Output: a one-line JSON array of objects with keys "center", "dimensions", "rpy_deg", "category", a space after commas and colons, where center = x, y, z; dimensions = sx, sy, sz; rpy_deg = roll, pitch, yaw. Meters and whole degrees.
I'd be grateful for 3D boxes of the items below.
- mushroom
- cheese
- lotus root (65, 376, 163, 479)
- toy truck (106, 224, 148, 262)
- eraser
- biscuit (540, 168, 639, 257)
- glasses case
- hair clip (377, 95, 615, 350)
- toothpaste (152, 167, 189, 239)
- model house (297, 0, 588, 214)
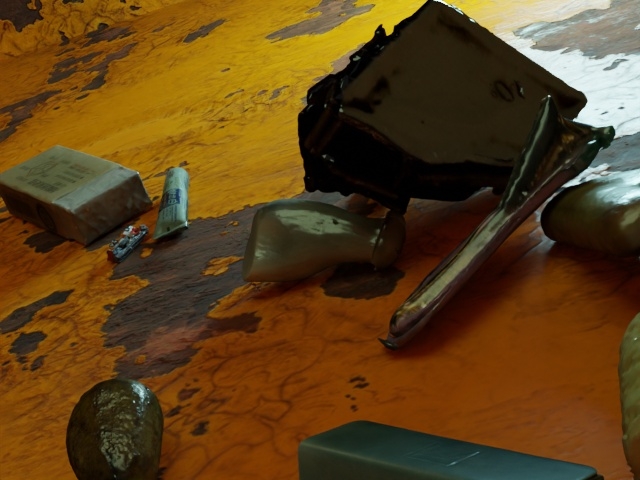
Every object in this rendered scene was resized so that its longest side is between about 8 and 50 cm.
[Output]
[{"center": [0.000, 0.000, 1.497], "dimensions": [0.225, 0.093, 0.116], "rpy_deg": [-4, 57, 14], "category": "mushroom"}, {"center": [0.305, 0.126, 0.966], "dimensions": [0.123, 0.094, 0.167], "rpy_deg": [-7, 27, 18], "category": "cheese"}, {"center": [-0.202, 0.214, 1.198], "dimensions": [0.108, 0.094, 0.191], "rpy_deg": [-53, 27, 12], "category": "lotus root"}, {"center": [-0.292, 0.003, 1.790], "dimensions": [0.032, 0.024, 0.083], "rpy_deg": [15, 39, 19], "category": "toy truck"}, {"center": [-0.425, -0.082, 2.012], "dimensions": [0.144, 0.078, 0.343], "rpy_deg": [-33, 28, -25], "category": "eraser"}, {"center": [0.367, -0.054, 1.253], "dimensions": [0.236, 0.062, 0.291], "rpy_deg": [-23, 6, 0], "category": "biscuit"}, {"center": [0.100, 0.202, 1.020], "dimensions": [0.266, 0.056, 0.105], "rpy_deg": [4, 35, 43], "category": "glasses case"}, {"center": [0.185, -0.012, 1.322], "dimensions": [0.359, 0.095, 0.110], "rpy_deg": [-50, 42, -11], "category": "hair clip"}, {"center": [-0.230, -0.062, 1.870], "dimensions": [0.060, 0.038, 0.233], "rpy_deg": [-21, 27, 8], "category": "toothpaste"}, {"center": [0.118, -0.117, 1.518], "dimensions": [0.317, 0.297, 0.282], "rpy_deg": [-50, 8, -34], "category": "model house"}]
